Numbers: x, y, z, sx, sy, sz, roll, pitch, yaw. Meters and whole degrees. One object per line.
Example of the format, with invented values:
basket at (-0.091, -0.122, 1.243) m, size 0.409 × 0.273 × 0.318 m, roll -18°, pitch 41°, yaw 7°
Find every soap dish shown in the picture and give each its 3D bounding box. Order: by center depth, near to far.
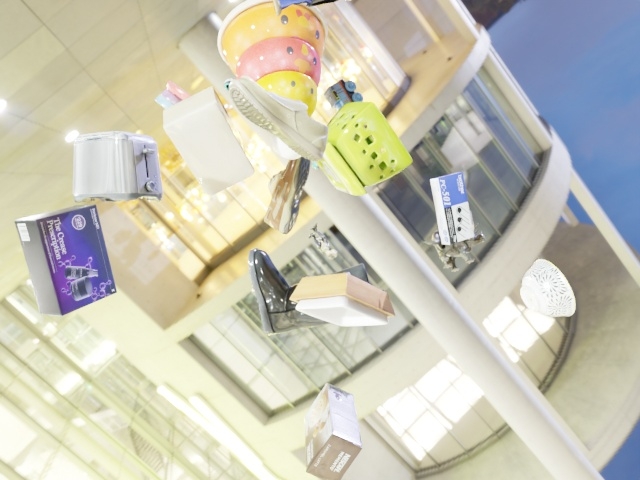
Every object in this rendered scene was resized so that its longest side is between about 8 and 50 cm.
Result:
soap dish at (0.079, 0.200, 1.772) m, size 0.228 × 0.291 × 0.118 m, roll -10°, pitch -116°, yaw 38°

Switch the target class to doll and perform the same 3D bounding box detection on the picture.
doll at (-0.012, -0.548, 1.198) m, size 0.189 × 0.046 × 0.129 m, roll -13°, pitch -152°, yaw 0°

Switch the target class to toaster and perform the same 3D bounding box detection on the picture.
toaster at (-0.451, -0.157, 1.168) m, size 0.227 × 0.147 × 0.129 m, roll 1°, pitch -177°, yaw 29°

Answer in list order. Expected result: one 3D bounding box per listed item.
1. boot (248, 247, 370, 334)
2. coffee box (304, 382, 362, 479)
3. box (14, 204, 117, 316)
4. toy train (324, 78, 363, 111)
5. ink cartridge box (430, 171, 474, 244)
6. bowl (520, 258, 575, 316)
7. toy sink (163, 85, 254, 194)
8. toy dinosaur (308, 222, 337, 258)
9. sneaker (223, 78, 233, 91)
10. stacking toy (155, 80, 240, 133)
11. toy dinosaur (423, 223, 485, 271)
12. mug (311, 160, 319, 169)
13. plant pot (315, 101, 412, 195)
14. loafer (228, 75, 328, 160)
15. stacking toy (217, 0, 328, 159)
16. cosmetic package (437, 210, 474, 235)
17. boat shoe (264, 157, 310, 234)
boot at (-0.032, 0.165, 2.105) m, size 0.445 × 0.367 × 0.146 m, roll -13°, pitch -173°, yaw 13°
coffee box at (0.030, 0.539, 1.509) m, size 0.141 × 0.098 × 0.246 m, roll -59°, pitch -169°, yaw 14°
box at (-0.684, 0.049, 1.450) m, size 0.103 × 0.261 × 0.184 m, roll -1°, pitch -164°, yaw 29°
toy train at (0.097, -0.473, 1.860) m, size 0.105 × 0.184 × 0.080 m, roll -31°, pitch 179°, yaw -19°
ink cartridge box at (0.406, -0.099, 1.644) m, size 0.097 × 0.207 × 0.046 m, roll -16°, pitch -172°, yaw -23°
bowl at (0.596, 0.143, 1.440) m, size 0.080 × 0.170 × 0.170 m, roll -25°, pitch -167°, yaw -8°
toy sink at (-0.300, -0.270, 1.454) m, size 0.152 × 0.234 × 0.131 m, roll -26°, pitch -142°, yaw 3°
toy dinosaur at (0.000, 0.000, 2.216) m, size 0.064 × 0.118 × 0.268 m, roll -36°, pitch -158°, yaw 2°
sneaker at (-0.333, -0.611, 2.221) m, size 0.065 × 0.166 × 0.076 m, roll -61°, pitch -176°, yaw 21°
stacking toy at (-0.465, -0.446, 2.000) m, size 0.130 × 0.279 × 0.309 m, roll -54°, pitch 171°, yaw 4°
toy dinosaur at (0.487, 0.021, 2.031) m, size 0.121 × 0.313 × 0.160 m, roll -51°, pitch -138°, yaw 48°
mug at (0.008, -0.351, 2.152) m, size 0.157 × 0.129 × 0.097 m, roll -21°, pitch 161°, yaw -26°
plant pot at (0.104, -0.269, 1.623) m, size 0.207 × 0.228 × 0.227 m, roll -41°, pitch -159°, yaw -5°
loafer at (-0.086, -0.283, 1.193) m, size 0.102 × 0.268 × 0.092 m, roll 14°, pitch -108°, yaw 56°
stacking toy at (-0.109, -0.456, 1.619) m, size 0.350 × 0.480 × 0.351 m, roll -11°, pitch 159°, yaw -4°
cosmetic package at (0.455, -0.056, 1.798) m, size 0.115 × 0.041 × 0.060 m, roll -9°, pitch -124°, yaw 13°
boat shoe at (-0.124, -0.177, 1.814) m, size 0.122 × 0.119 × 0.324 m, roll -46°, pitch 155°, yaw -64°
